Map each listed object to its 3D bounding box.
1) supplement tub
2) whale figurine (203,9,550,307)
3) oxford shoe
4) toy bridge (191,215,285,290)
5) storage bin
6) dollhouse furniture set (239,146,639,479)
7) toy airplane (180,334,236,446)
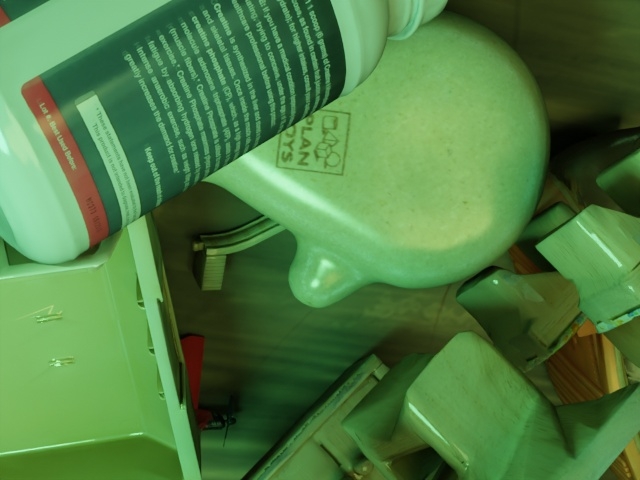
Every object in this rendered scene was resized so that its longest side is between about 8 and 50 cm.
[{"bbox_3d":[-0.086,-0.129,0.872,0.272,0.191,0.191,-32,132,-15],"label":"supplement tub"},{"bbox_3d":[0.007,-0.067,1.036,0.272,0.141,0.216,5,98,-2],"label":"whale figurine"},{"bbox_3d":[0.246,0.072,1.237,0.133,0.130,0.363,-30,132,-8],"label":"oxford shoe"},{"bbox_3d":[0.000,0.000,1.137,0.188,0.026,0.063,-2,123,-22],"label":"toy bridge"},{"bbox_3d":[-0.219,0.093,1.014,0.260,0.123,0.262,-8,128,0],"label":"storage bin"},{"bbox_3d":[0.111,0.191,1.030,0.256,0.394,0.362,46,68,-1],"label":"dollhouse furniture set"},{"bbox_3d":[-0.131,0.133,1.180,0.151,0.028,0.151,-12,127,-16],"label":"toy airplane"}]
